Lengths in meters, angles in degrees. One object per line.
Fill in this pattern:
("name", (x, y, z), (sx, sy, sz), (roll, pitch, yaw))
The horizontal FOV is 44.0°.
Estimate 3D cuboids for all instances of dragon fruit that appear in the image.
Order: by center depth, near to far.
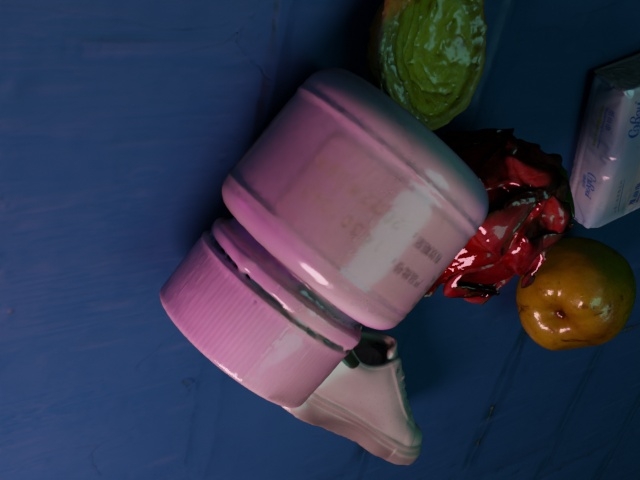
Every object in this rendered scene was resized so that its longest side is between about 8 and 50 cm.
("dragon fruit", (0.181, -0.021, 0.998), (0.293, 0.234, 0.234), (-36, 138, -22))

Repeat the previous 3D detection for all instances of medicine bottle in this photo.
("medicine bottle", (0.000, 0.000, 0.841), (0.302, 0.241, 0.241), (-50, 139, 3))

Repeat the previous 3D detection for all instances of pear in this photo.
("pear", (0.428, 0.086, 1.328), (0.200, 0.200, 0.200), (-23, 134, -26))

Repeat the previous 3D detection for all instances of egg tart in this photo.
("egg tart", (0.113, -0.219, 0.877), (0.191, 0.074, 0.191), (-18, 119, -37))

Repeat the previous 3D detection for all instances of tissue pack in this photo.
("tissue pack", (0.489, -0.159, 1.255), (0.177, 0.089, 0.263), (-23, 133, -24))

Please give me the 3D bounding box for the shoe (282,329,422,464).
("shoe", (0.069, 0.211, 1.163), (0.160, 0.132, 0.363), (-54, 136, 0))
